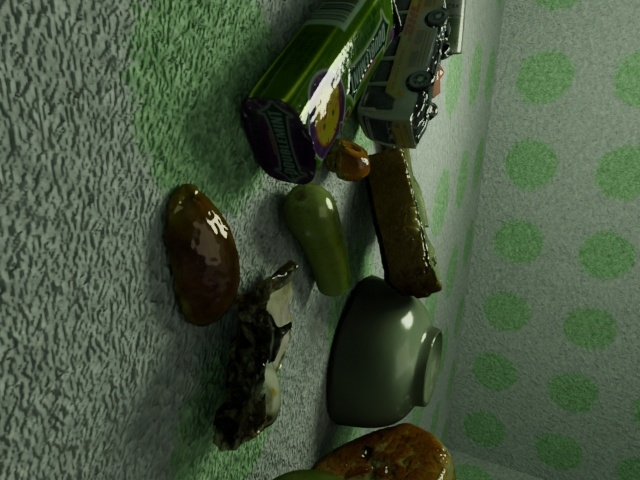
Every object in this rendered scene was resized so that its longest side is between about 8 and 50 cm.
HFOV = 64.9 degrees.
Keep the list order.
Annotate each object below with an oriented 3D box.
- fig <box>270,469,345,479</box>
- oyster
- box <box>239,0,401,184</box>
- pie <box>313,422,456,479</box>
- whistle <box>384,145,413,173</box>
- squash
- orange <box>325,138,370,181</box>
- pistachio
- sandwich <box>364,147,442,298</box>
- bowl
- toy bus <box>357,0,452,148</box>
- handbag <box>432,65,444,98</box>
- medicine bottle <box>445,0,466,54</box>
[{"bbox_3d":[0.013,0.503,0.728,0.316,0.316,0.316,10,90,-67],"label":"fig"},{"bbox_3d":[-0.077,0.136,0.671,0.223,0.083,0.214,-66,168,-71],"label":"oyster"},{"bbox_3d":[0.016,-0.242,0.702,0.134,0.097,0.345,72,35,-46],"label":"box"},{"bbox_3d":[0.113,0.474,0.986,0.315,0.315,0.092,-36,112,-58],"label":"pie"},{"bbox_3d":[0.177,-0.185,1.150,0.068,0.057,0.326,-64,152,-30],"label":"whistle"},{"bbox_3d":[0.000,0.000,0.798,0.250,0.083,0.083,71,36,-54],"label":"squash"},{"bbox_3d":[0.046,-0.132,0.851,0.086,0.086,0.062,-37,155,-58],"label":"orange"},{"bbox_3d":[-0.120,0.021,0.558,0.089,0.049,0.172,-47,141,-53],"label":"pistachio"},{"bbox_3d":[0.179,-0.020,1.057,0.249,0.095,0.273,39,40,-64],"label":"sandwich"},{"bbox_3d":[0.168,0.267,1.149,0.354,0.185,0.353,10,90,-67],"label":"bowl"},{"bbox_3d":[0.170,-0.340,0.966,0.097,0.138,0.342,59,45,-58],"label":"toy bus"},{"bbox_3d":[0.276,-0.470,1.256,0.157,0.059,0.212,-39,134,-56],"label":"handbag"},{"bbox_3d":[0.309,-0.538,1.168,0.058,0.058,0.199,-30,125,-61],"label":"medicine bottle"}]
